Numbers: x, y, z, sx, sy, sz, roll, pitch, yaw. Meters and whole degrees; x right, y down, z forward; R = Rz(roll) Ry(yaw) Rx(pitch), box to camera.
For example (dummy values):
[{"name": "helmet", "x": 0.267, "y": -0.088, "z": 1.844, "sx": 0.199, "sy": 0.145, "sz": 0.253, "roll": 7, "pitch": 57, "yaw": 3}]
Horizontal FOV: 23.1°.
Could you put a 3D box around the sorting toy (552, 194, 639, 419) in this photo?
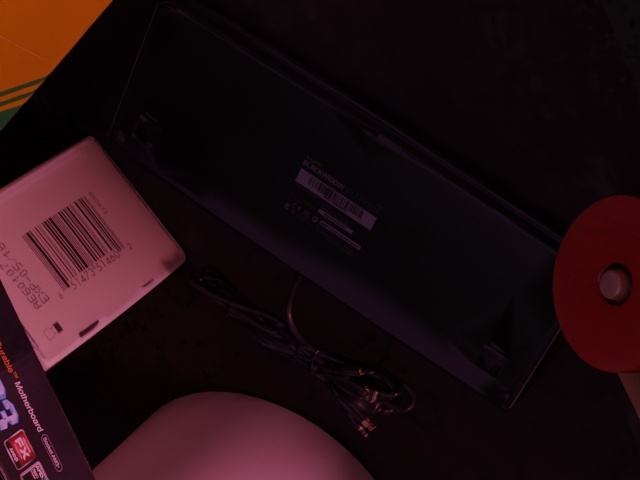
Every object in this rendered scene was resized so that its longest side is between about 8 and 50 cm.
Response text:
[{"name": "sorting toy", "x": 0.226, "y": 0.043, "z": 0.725, "sx": 0.255, "sy": 0.089, "sz": 0.257, "roll": -49, "pitch": 50, "yaw": 39}]

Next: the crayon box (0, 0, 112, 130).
[{"name": "crayon box", "x": -0.327, "y": -0.191, "z": 0.923, "sx": 0.363, "sy": 0.106, "sz": 0.313, "roll": 29, "pitch": 136, "yaw": -22}]

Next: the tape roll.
[{"name": "tape roll", "x": -0.078, "y": 0.249, "z": 1.076, "sx": 0.246, "sy": 0.169, "sz": 0.246, "roll": 15, "pitch": 123, "yaw": 24}]

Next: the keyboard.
[{"name": "keyboard", "x": 0.000, "y": 0.000, "z": 0.974, "sx": 0.317, "sy": 0.033, "sz": 0.201, "roll": 35, "pitch": 123, "yaw": 12}]

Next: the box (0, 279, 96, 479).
[{"name": "box", "x": -0.293, "y": 0.106, "z": 0.985, "sx": 0.296, "sy": 0.073, "sz": 0.293, "roll": -15, "pitch": 105, "yaw": 38}]

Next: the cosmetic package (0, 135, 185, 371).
[{"name": "cosmetic package", "x": -0.251, "y": 0.070, "z": 1.090, "sx": 0.309, "sy": 0.160, "sz": 0.113, "roll": -35, "pitch": 94, "yaw": 39}]
